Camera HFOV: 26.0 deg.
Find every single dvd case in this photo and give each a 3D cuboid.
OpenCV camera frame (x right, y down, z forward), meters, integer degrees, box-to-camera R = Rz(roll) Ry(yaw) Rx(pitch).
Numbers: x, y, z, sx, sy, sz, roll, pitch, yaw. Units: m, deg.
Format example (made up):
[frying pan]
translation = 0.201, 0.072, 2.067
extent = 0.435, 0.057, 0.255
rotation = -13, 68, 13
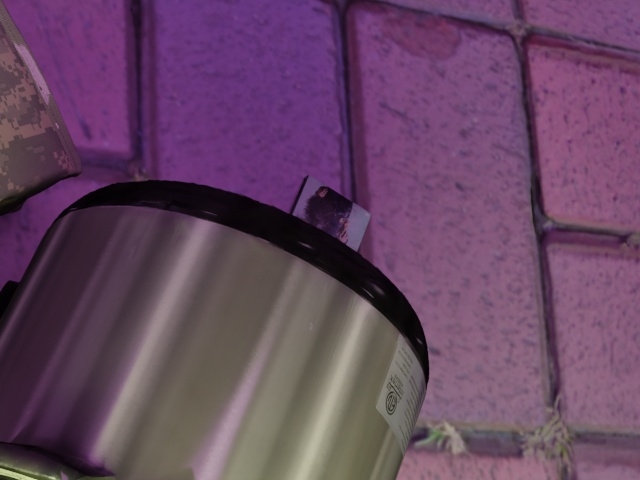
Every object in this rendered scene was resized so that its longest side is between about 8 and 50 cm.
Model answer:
[dvd case]
translation = 0.000, 0.000, 1.478
extent = 0.087, 0.013, 0.119
rotation = 32, 62, -17

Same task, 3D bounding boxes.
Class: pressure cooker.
[pressure cooker]
translation = -0.133, 0.205, 1.124
extent = 0.370, 0.375, 0.420
rotation = 33, 61, -21

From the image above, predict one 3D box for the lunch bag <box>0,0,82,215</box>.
[lunch bag]
translation = -0.385, -0.139, 1.201
extent = 0.235, 0.169, 0.287
rotation = -24, 92, -42
